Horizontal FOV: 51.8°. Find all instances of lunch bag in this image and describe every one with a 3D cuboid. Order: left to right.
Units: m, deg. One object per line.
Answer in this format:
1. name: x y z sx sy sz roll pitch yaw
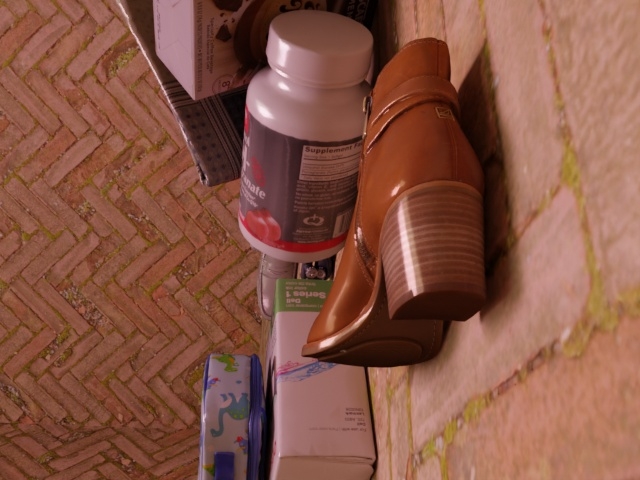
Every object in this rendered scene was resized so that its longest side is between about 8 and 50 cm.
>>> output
1. lunch bag: -0.120 0.276 0.876 0.176 0.090 0.219 -102 16 -68

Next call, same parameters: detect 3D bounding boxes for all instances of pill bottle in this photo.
1. pill bottle: -0.018 -0.138 0.908 0.176 0.176 0.318 -95 11 -49

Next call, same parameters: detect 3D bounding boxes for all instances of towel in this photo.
1. towel: -0.134 -0.268 1.058 0.056 0.312 0.324 -22 94 50

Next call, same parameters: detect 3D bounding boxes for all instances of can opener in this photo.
1. can opener: 0.000 0.000 1.142 0.073 0.059 0.186 -95 11 -52

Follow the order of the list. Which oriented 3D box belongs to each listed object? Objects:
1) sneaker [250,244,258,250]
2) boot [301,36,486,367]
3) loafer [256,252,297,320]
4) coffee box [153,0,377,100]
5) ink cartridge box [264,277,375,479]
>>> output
1. sneaker: -0.098 -0.070 1.647 0.268 0.101 0.153 -33 46 59
2. boot: 0.050 -0.014 0.575 0.283 0.109 0.220 114 158 -62
3. loafer: -0.117 0.060 1.791 0.111 0.112 0.319 86 -173 -84
4. coffee box: -0.067 -0.328 0.896 0.119 0.297 0.168 51 151 26
5. ink cartridge box: -0.013 0.220 0.897 0.278 0.117 0.201 -95 12 -46
